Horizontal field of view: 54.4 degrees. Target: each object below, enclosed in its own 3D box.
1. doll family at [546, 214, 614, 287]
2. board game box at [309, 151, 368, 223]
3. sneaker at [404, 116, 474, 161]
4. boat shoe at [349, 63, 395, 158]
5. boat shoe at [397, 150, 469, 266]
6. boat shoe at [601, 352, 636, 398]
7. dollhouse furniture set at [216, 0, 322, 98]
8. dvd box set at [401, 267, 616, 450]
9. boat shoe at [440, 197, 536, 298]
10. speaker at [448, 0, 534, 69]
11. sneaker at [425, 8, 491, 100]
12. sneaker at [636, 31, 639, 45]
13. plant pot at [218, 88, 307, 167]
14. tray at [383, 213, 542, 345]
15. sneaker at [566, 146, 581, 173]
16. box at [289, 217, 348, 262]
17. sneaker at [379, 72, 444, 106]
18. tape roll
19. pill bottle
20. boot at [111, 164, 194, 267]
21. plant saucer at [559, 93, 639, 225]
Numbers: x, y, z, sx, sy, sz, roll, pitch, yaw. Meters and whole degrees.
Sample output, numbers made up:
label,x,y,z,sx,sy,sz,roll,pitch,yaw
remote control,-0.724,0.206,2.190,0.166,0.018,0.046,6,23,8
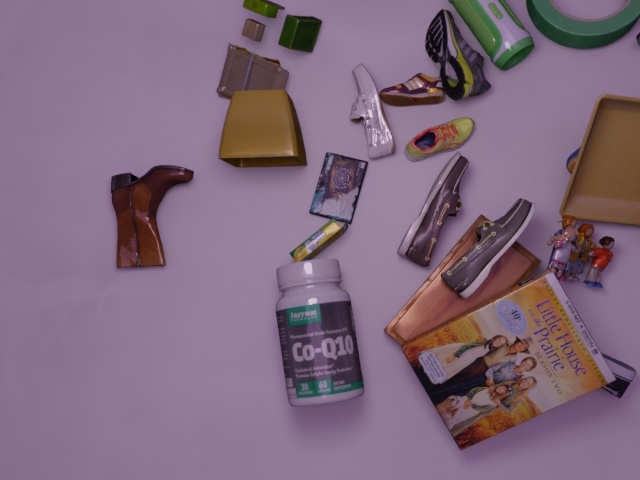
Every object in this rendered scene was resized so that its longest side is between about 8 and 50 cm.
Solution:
label,x,y,z,sx,sy,sz,roll,pitch,yaw
doll family,0.652,0.020,1.622,0.263,0.118,0.163,9,99,-35
board game box,0.052,-0.151,1.783,0.126,0.026,0.186,15,84,8
sneaker,0.337,-0.288,1.739,0.209,0.094,0.081,-28,78,0
boat shoe,0.127,-0.366,1.771,0.096,0.098,0.277,-19,81,2
boat shoe,0.326,-0.085,1.702,0.097,0.116,0.324,29,90,5
boat shoe,0.649,0.314,1.611,0.306,0.113,0.105,23,98,-3
dollhouse furniture set,-0.155,-0.540,1.843,0.198,0.151,0.301,28,114,15
dvd box set,0.459,0.301,1.553,0.420,0.062,0.307,-30,90,14
boat shoe,0.433,0.005,1.605,0.091,0.109,0.305,38,91,5
speaker,0.473,-0.631,1.758,0.131,0.131,0.296,-31,79,1
sneaker,0.390,-0.525,1.772,0.121,0.111,0.299,-2,68,-29
sneaker,1.000,-0.524,1.699,0.262,0.104,0.125,8,85,7
plant pot,-0.154,-0.308,1.722,0.212,0.212,0.187,-1,89,6
tray,0.380,0.151,1.680,0.203,0.076,0.411,40,87,10
sneaker,0.800,-0.280,1.696,0.296,0.112,0.131,-28,44,13
box,0.000,0.000,1.726,0.179,0.105,0.043,-37,80,-1
sneaker,0.261,-0.436,1.788,0.186,0.069,0.083,1,74,0
tape roll,0.750,-0.703,1.752,0.321,0.077,0.321,-2,78,10
pill bottle,-0.009,0.240,1.641,0.204,0.204,0.361,-10,81,5
boot,-0.478,-0.067,1.793,0.264,0.096,0.280,-9,82,4
plant saucer,0.808,-0.207,1.605,0.333,0.081,0.332,6,118,-4
